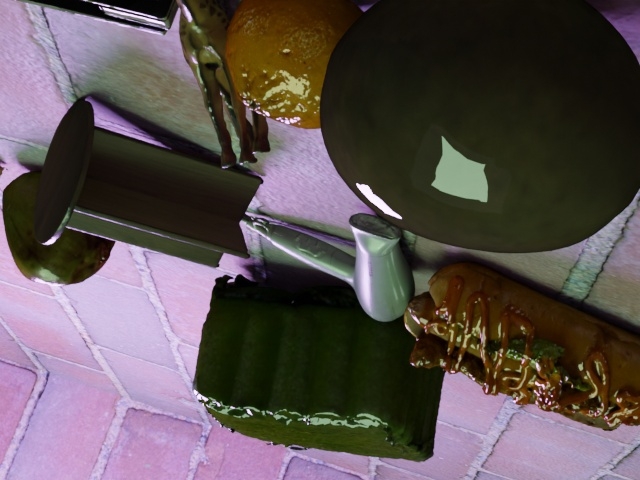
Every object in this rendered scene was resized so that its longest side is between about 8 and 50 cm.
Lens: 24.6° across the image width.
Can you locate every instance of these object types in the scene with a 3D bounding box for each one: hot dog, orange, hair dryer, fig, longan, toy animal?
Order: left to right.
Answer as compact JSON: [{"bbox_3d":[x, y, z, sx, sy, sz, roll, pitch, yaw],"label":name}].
[{"bbox_3d":[-0.350,-0.022,1.957,0.165,0.154,0.144,52,174,-4],"label":"fig"},{"bbox_3d":[-0.099,-0.174,1.272,0.054,0.149,0.275,-12,125,9],"label":"toy animal"},{"bbox_3d":[-0.016,-0.150,1.213,0.136,0.117,0.135,33,-179,-1],"label":"orange"},{"bbox_3d":[0.000,0.000,1.780,0.237,0.075,0.206,21,157,20],"label":"hair dryer"},{"bbox_3d":[0.126,-0.091,1.089,0.246,0.215,0.246,39,175,4],"label":"longan"},{"bbox_3d":[0.264,0.144,1.780,0.349,0.117,0.158,25,141,-17],"label":"hot dog"}]

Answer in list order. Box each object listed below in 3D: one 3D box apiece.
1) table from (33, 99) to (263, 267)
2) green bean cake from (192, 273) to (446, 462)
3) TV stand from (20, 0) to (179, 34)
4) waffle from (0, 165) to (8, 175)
[{"bbox_3d":[-0.192,-0.048,1.680,0.227,0.167,0.167,17,165,-24],"label":"table"},{"bbox_3d":[0.008,0.182,2.079,0.319,0.218,0.335,7,166,13],"label":"green bean cake"},{"bbox_3d":[-0.245,-0.234,1.334,0.249,0.036,0.042,15,164,13],"label":"TV stand"},{"bbox_3d":[-0.498,-0.086,2.028,0.192,0.046,0.160,7,157,33],"label":"waffle"}]
